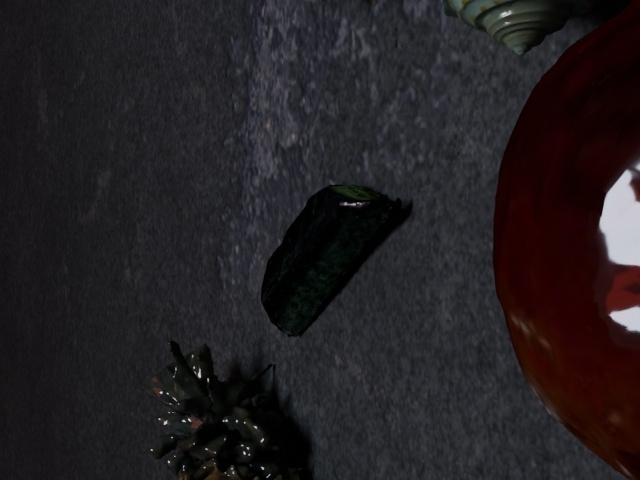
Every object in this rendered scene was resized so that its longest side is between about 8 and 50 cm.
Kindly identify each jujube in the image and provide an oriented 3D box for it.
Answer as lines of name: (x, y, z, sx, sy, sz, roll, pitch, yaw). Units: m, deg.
jujube: (0.202, -0.007, 0.405, 0.318, 0.223, 0.223, -13, 80, 54)

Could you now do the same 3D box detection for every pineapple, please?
pineapple: (-0.073, 0.215, 1.001, 0.340, 0.169, 0.169, -103, 28, -42)

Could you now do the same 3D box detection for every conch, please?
conch: (0.118, -0.172, 0.647, 0.153, 0.102, 0.135, -63, 12, -19)

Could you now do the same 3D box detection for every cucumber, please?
cucumber: (0.000, 0.000, 0.944, 0.220, 0.046, 0.070, 129, 140, -51)
